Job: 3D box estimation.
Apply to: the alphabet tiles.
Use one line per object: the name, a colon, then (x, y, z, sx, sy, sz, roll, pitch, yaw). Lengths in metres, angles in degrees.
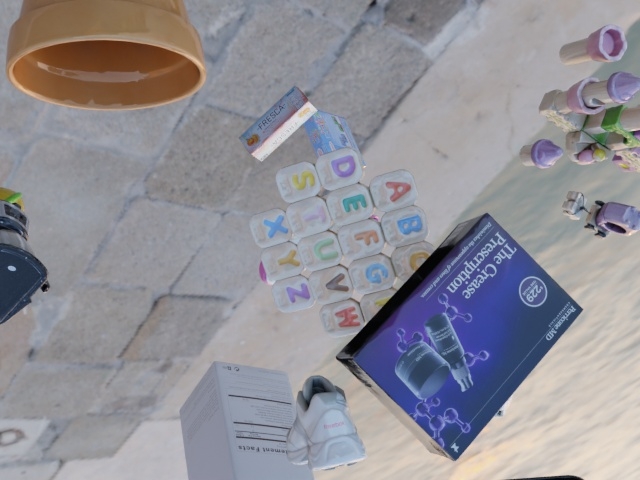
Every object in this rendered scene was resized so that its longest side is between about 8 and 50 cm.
alphabet tiles: (0.032, 0.007, 1.173, 0.278, 0.284, 0.021, -15, -172, 20)

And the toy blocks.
toy blocks: (0.563, -0.192, 1.357, 0.288, 0.260, 0.309, 29, 81, -22)

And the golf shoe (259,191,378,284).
golf shoe: (0.000, 0.000, 1.671, 0.306, 0.140, 0.115, -41, 139, -23)

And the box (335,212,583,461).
box: (0.180, 0.122, 0.986, 0.261, 0.184, 0.103, -46, -176, -14)

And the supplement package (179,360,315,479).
supplement package: (-0.145, 0.411, 1.467, 0.175, 0.293, 0.177, 15, 127, -31)

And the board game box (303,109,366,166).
board game box: (0.035, -0.273, 2.066, 0.039, 0.160, 0.211, -29, 166, 25)

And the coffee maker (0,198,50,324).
coffee maker: (-0.502, 0.038, 1.125, 0.171, 0.178, 0.120, -29, 125, -12)

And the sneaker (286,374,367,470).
sneaker: (0.003, 0.237, 1.007, 0.090, 0.115, 0.232, -7, 169, -16)

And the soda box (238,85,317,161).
soda box: (-0.098, -0.270, 1.758, 0.183, 0.058, 0.063, -41, 157, 8)

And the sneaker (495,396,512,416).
sneaker: (0.376, 0.331, 1.624, 0.054, 0.061, 0.152, 1, 146, 33)

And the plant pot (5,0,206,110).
plant pot: (-0.327, -0.340, 1.157, 0.291, 0.203, 0.291, -5, 171, -1)

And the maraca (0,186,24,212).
maraca: (-0.582, -0.023, 1.284, 0.186, 0.099, 0.127, -44, -168, -26)

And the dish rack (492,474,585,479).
dish rack: (0.299, 0.433, 1.043, 0.208, 0.271, 0.074, -6, 105, 3)
